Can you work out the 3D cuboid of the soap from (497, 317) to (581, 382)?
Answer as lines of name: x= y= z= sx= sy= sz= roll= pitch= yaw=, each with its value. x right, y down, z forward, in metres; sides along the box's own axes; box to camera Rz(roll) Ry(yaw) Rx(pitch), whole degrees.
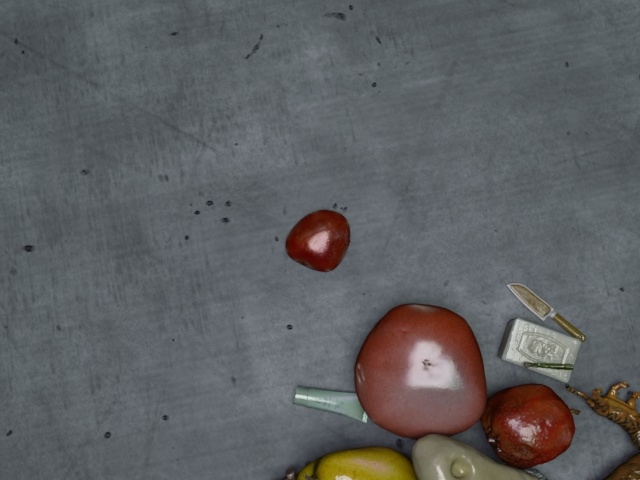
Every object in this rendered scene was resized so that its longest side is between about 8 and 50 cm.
soap: x=0.581 y=0.288 z=1.464 sx=0.183 sy=0.064 sz=0.122 roll=19 pitch=86 yaw=4

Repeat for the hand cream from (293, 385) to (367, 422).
hand cream: x=0.030 y=0.428 z=1.461 sx=0.204 sy=0.050 sz=0.078 roll=11 pitch=78 yaw=-3

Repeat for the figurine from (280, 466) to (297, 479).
figurine: x=-0.075 y=0.665 z=1.402 sx=0.125 sy=0.125 sz=0.138 roll=-22 pitch=96 yaw=-2

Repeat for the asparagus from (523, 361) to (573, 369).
asparagus: x=0.589 y=0.325 z=1.420 sx=0.126 sy=0.018 sz=0.015 roll=2 pitch=55 yaw=1

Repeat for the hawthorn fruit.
hawthorn fruit: x=0.537 y=0.454 z=1.380 sx=0.253 sy=0.205 sz=0.205 roll=-18 pitch=83 yaw=-12

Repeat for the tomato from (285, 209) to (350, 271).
tomato: x=-0.003 y=-0.008 z=1.496 sx=0.166 sy=0.082 sz=0.174 roll=26 pitch=86 yaw=4

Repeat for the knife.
knife: x=0.614 y=0.196 z=1.495 sx=0.256 sy=0.022 sz=0.046 roll=40 pitch=89 yaw=5

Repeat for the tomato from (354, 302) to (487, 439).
tomato: x=0.244 y=0.326 z=1.357 sx=0.340 sy=0.273 sz=0.342 roll=0 pitch=83 yaw=0

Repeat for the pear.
pear: x=0.104 y=0.637 z=1.309 sx=0.335 sy=0.285 sz=0.285 roll=3 pitch=83 yaw=-18

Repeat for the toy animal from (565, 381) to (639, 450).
toy animal: x=0.756 y=0.434 z=1.439 sx=0.255 sy=0.114 sz=0.116 roll=27 pitch=117 yaw=8

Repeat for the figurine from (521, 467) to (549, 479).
figurine: x=0.538 y=0.667 z=1.376 sx=0.208 sy=0.128 sz=0.184 roll=-12 pitch=81 yaw=39

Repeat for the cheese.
cheese: x=0.323 y=0.636 z=1.220 sx=0.350 sy=0.129 sz=0.329 roll=28 pitch=70 yaw=-15

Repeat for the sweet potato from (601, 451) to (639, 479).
sweet potato: x=0.823 y=0.603 z=1.407 sx=0.354 sy=0.095 sz=0.106 roll=-18 pitch=86 yaw=0
